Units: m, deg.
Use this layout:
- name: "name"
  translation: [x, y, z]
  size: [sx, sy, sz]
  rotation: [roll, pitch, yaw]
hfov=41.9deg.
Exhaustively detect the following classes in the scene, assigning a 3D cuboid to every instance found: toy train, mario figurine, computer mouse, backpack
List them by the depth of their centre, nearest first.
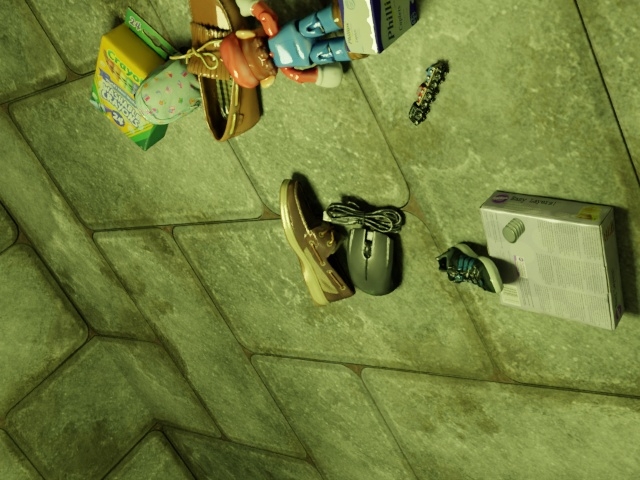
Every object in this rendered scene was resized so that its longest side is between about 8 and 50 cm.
- name: "toy train"
  translation: [0.199, -0.278, 1.576]
  size: [0.036, 0.027, 0.158]
  rotation: [47, 148, 17]
- name: "mario figurine"
  translation: [-0.055, -0.401, 1.644]
  size: [0.320, 0.170, 0.198]
  rotation: [-6, 86, 31]
- name: "backpack"
  translation: [-0.341, -0.345, 1.912]
  size: [0.152, 0.182, 0.115]
  rotation: [55, 170, -9]
- name: "computer mouse"
  translation: [0.108, 0.039, 1.933]
  size: [0.188, 0.072, 0.272]
  rotation: [9, 135, 25]

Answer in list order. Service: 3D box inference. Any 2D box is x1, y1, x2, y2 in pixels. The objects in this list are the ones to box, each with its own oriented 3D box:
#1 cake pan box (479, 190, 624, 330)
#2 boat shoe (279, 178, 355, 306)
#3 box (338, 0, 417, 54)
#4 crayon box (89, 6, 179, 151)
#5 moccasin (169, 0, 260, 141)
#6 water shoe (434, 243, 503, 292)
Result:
- name: "cake pan box"
  translation: [0.449, 0.042, 1.611]
  size: [0.245, 0.070, 0.267]
  rotation: [12, 134, 41]
- name: "boat shoe"
  translation: [0.000, 0.000, 2.013]
  size: [0.123, 0.123, 0.342]
  rotation: [-12, 112, 17]
- name: "box"
  translation: [0.100, -0.408, 1.444]
  size: [0.072, 0.137, 0.126]
  rotation: [17, 137, 33]
- name: "crayon box"
  translation: [-0.460, -0.393, 2.086]
  size: [0.203, 0.083, 0.323]
  rotation: [42, 145, 4]
- name: "moccasin"
  translation: [-0.229, -0.385, 1.798]
  size: [0.139, 0.147, 0.380]
  rotation: [28, 142, 26]
- name: "water shoe"
  translation: [0.302, 0.070, 1.706]
  size: [0.073, 0.080, 0.203]
  rotation: [67, 172, -20]
